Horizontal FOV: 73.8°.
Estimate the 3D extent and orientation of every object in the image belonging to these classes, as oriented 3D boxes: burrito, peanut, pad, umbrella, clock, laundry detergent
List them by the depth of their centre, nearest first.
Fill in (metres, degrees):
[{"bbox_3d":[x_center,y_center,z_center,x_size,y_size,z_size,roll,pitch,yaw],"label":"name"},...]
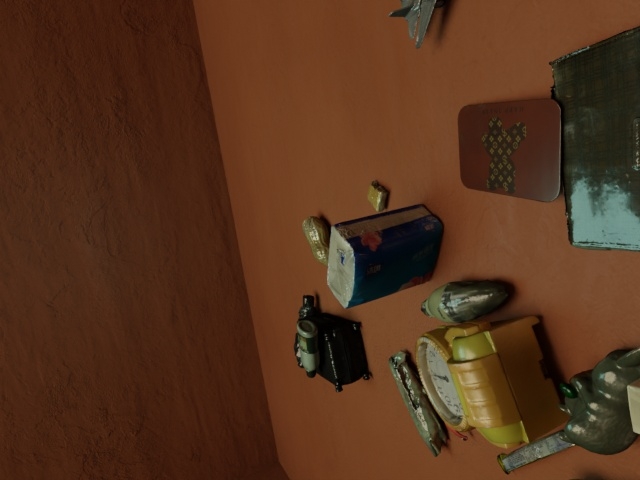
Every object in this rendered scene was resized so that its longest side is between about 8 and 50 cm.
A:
[{"bbox_3d":[0.351,-0.175,0.823,0.267,0.004,0.180,-146,45,-67],"label":"pad"},{"bbox_3d":[0.340,0.298,0.940,0.317,0.201,0.243,133,124,-71],"label":"clock"},{"bbox_3d":[0.290,0.486,1.283,0.096,0.066,0.308,115,136,-61],"label":"burrito"},{"bbox_3d":[-0.041,0.412,1.584,0.099,0.070,0.225,27,129,51],"label":"laundry detergent"},{"bbox_3d":[0.000,0.000,1.615,0.099,0.090,0.214,-34,71,33],"label":"peanut"},{"bbox_3d":[-0.051,0.401,1.910,0.154,0.128,0.335,-160,71,-79],"label":"umbrella"}]

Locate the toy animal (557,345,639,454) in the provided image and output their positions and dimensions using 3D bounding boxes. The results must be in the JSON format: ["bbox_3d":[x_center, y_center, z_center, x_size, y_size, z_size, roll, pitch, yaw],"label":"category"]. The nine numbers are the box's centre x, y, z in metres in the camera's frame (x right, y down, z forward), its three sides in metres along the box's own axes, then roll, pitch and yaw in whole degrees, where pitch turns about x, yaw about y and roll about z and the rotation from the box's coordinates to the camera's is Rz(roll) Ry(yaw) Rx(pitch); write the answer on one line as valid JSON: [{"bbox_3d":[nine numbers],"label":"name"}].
[{"bbox_3d":[0.492,0.248,0.707,0.138,0.108,0.236,27,116,12],"label":"toy animal"}]

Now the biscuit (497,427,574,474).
[{"bbox_3d":[0.471,0.458,0.929,0.291,0.026,0.048,109,144,-50],"label":"biscuit"}]

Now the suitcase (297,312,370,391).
[{"bbox_3d":[0.036,0.421,1.682,0.335,0.152,0.229,-2,100,65],"label":"suitcase"}]

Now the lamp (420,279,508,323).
[{"bbox_3d":[0.324,0.141,0.983,0.250,0.101,0.101,-33,73,61],"label":"lamp"}]

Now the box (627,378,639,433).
[{"bbox_3d":[0.537,0.209,0.487,0.257,0.164,0.069,-2,99,65],"label":"box"}]

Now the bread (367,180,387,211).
[{"bbox_3d":[0.166,-0.130,1.255,0.083,0.035,0.070,-125,32,-51],"label":"bread"}]

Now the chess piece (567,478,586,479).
[{"bbox_3d":[0.529,0.500,0.705,0.300,0.167,0.166,148,106,-72],"label":"chess piece"}]

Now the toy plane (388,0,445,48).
[{"bbox_3d":[0.239,-0.534,0.832,0.267,0.088,0.212,-20,86,57],"label":"toy plane"}]

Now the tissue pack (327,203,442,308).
[{"bbox_3d":[0.161,0.040,1.071,0.137,0.270,0.209,48,143,47],"label":"tissue pack"}]

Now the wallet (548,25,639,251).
[{"bbox_3d":[0.443,-0.139,0.649,0.169,0.044,0.316,-175,74,-68],"label":"wallet"}]

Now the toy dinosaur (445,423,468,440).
[{"bbox_3d":[0.322,0.400,1.188,0.139,0.070,0.285,162,91,-76],"label":"toy dinosaur"}]
